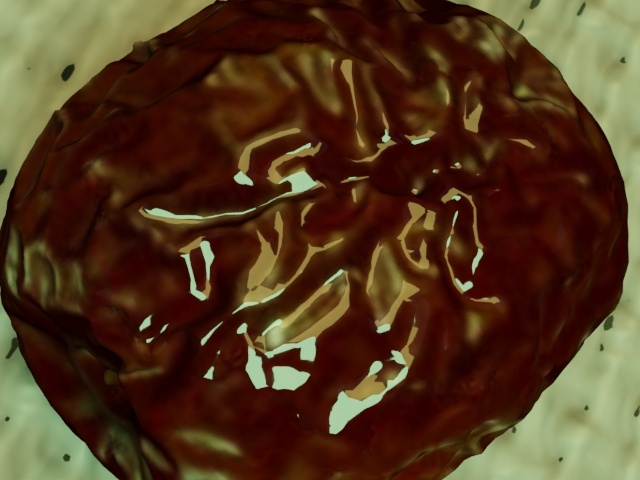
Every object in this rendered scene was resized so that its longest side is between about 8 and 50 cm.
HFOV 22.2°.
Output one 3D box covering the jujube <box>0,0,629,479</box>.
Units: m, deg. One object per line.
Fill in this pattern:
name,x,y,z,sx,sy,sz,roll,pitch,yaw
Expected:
jujube,0.000,0.000,0.656,0.232,0.213,0.213,-33,86,-26
